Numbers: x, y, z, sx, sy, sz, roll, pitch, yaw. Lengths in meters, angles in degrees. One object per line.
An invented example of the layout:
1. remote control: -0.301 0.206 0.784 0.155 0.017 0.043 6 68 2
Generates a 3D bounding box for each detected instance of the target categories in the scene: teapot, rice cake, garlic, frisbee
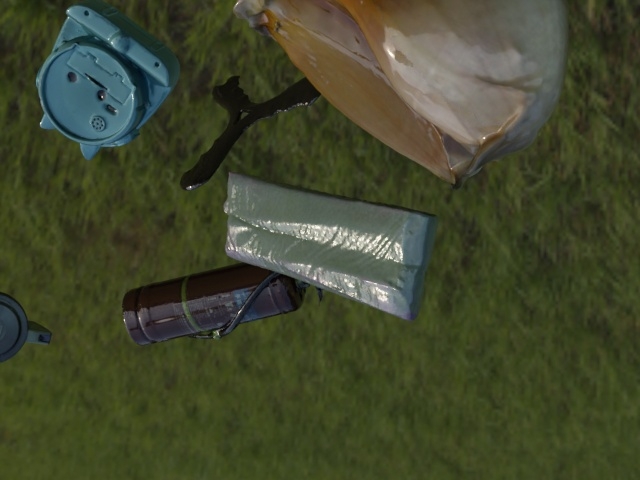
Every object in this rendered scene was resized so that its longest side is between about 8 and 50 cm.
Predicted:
1. teapot: -0.293 0.078 0.944 0.088 0.066 0.057 14 -178 -23
2. rice cake: -0.001 -0.001 0.819 0.042 0.080 0.222 0 -169 -45
3. garlic: 0.077 -0.187 0.921 0.313 0.249 0.286 36 129 12
4. frisbee: -0.101 -0.153 1.242 0.211 0.187 0.012 -40 126 2

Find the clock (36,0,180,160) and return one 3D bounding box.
1. clock: -0.401 -0.273 1.859 0.224 0.094 0.274 35 112 -4

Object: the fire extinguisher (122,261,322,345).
1. fire extinguisher: -0.132 0.095 1.617 0.341 0.105 0.141 -13 147 17
